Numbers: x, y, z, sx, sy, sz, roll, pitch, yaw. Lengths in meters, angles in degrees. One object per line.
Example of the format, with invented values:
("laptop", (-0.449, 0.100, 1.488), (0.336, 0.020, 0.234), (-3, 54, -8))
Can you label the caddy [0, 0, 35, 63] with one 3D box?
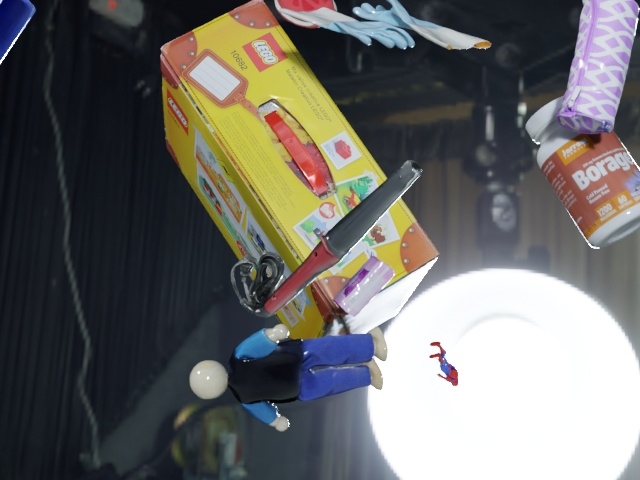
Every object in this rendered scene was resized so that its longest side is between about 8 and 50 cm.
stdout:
("caddy", (-0.566, -0.349, 1.434), (0.341, 0.179, 0.241), (35, -8, 6))

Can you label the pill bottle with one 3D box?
("pill bottle", (0.401, -0.106, 1.558), (0.121, 0.216, 0.121), (-26, -18, -9))

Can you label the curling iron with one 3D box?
("curling iron", (0.000, 0.000, 1.045), (0.274, 0.068, 0.035), (-36, 3, 39))

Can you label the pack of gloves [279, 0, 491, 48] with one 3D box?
("pack of gloves", (0.088, -0.310, 1.431), (0.195, 0.046, 0.232), (-8, 26, -35))

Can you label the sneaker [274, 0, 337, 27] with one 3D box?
("sneaker", (-0.054, -0.441, 1.668), (0.087, 0.221, 0.128), (-32, -35, -11))

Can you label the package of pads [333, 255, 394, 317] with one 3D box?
("package of pads", (0.056, 0.059, 1.358), (0.032, 0.083, 0.050), (43, -2, -12))

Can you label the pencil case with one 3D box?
("pencil case", (0.388, -0.250, 1.474), (0.088, 0.206, 0.086), (22, -13, -34))

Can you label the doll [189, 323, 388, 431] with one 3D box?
("doll", (-0.032, 0.131, 1.009), (0.189, 0.129, 0.046), (-4, 33, -17))

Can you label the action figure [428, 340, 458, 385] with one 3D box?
("action figure", (0.205, 0.209, 1.716), (0.030, 0.038, 0.115), (-16, -44, 21))

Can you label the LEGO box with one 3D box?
("LEGO box", (-0.056, -0.079, 1.731), (0.193, 0.500, 0.372), (-31, -12, -16))
